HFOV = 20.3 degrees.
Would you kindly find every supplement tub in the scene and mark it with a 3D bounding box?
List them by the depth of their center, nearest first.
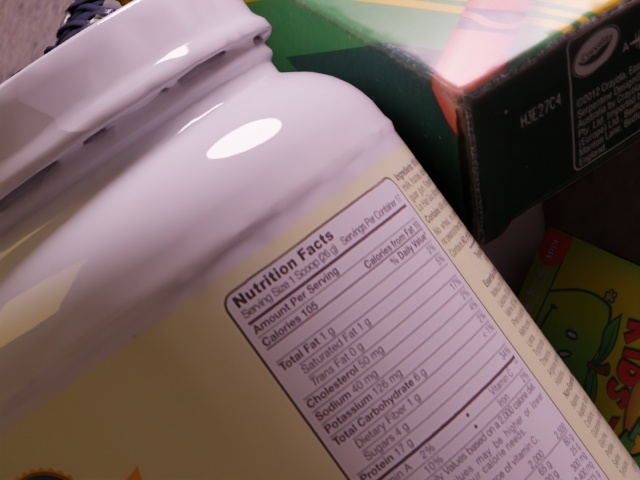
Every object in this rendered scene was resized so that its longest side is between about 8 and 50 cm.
[{"bbox_3d":[-0.023,0.084,0.688,0.235,0.235,0.325,-35,92,37],"label":"supplement tub"}]

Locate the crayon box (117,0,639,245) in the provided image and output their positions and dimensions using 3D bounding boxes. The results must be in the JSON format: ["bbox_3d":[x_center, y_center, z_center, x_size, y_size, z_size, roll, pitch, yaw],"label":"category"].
[{"bbox_3d":[0.037,-0.141,0.835,0.202,0.081,0.318,-32,44,-25],"label":"crayon box"}]

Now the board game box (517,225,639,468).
[{"bbox_3d":[0.151,0.066,0.767,0.181,0.043,0.092,29,96,52],"label":"board game box"}]

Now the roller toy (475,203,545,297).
[{"bbox_3d":[0.000,0.000,0.897,0.191,0.146,0.209,-60,38,12],"label":"roller toy"}]

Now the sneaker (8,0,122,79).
[{"bbox_3d":[-0.146,-0.099,1.141,0.111,0.121,0.300,-25,55,42],"label":"sneaker"}]
